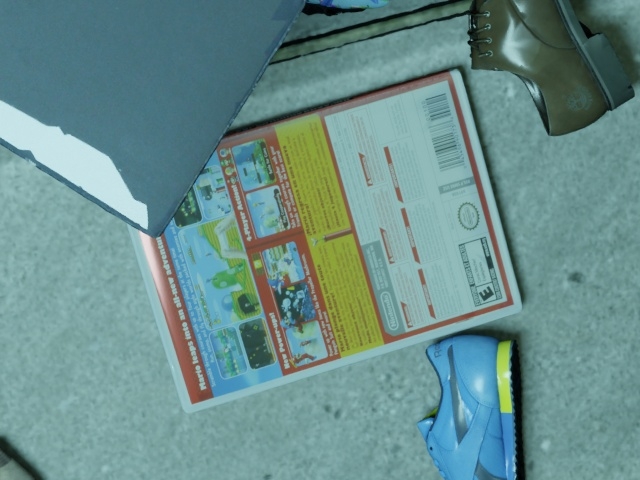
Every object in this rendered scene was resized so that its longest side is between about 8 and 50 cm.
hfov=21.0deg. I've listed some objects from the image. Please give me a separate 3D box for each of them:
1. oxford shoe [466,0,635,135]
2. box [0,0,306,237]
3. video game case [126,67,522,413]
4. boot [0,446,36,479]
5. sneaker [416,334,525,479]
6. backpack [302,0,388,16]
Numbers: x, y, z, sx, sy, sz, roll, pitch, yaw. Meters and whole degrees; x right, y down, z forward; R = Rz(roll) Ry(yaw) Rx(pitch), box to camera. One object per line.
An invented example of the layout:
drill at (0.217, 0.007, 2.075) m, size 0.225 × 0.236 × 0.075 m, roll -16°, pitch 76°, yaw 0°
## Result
oxford shoe at (0.145, -0.178, 1.329) m, size 0.096 × 0.083 × 0.227 m, roll -34°, pitch 100°, yaw 3°
box at (-0.208, -0.172, 1.153) m, size 0.343 × 0.312 × 0.179 m, roll 32°, pitch 90°, yaw -6°
video game case at (0.000, 0.000, 1.362) m, size 0.285 × 0.025 × 0.204 m, roll -17°, pitch 100°, yaw -5°
boot at (-0.276, 0.211, 1.351) m, size 0.118 × 0.042 × 0.087 m, roll -21°, pitch 111°, yaw 7°
sneaker at (0.123, 0.178, 1.389) m, size 0.082 × 0.069 × 0.209 m, roll -2°, pitch 101°, yaw 12°
backpack at (0.008, -0.242, 1.254) m, size 0.116 × 0.173 × 0.158 m, roll 0°, pitch 99°, yaw -8°
